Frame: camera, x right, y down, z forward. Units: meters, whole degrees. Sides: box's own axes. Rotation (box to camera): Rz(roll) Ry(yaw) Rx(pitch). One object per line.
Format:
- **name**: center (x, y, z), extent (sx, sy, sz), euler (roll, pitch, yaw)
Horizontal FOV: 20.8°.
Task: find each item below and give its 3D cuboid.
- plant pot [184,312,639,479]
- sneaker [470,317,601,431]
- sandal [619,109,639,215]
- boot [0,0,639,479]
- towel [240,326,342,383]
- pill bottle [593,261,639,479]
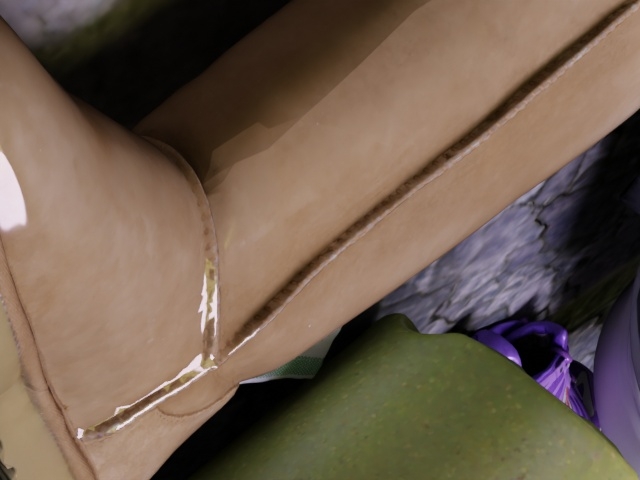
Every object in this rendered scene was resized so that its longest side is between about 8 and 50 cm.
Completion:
- **plant pot**: center (0.012, 0.179, 0.723), extent (0.254, 0.276, 0.276), euler (-46, 159, -16)
- **sneaker**: center (0.114, 0.074, 0.902), extent (0.071, 0.068, 0.170), euler (-60, 156, 11)
- **sandal**: center (0.164, -0.104, 0.680), extent (0.097, 0.054, 0.254), euler (-42, 159, -31)
- **boot**: center (-0.005, -0.052, 0.482), extent (0.269, 0.089, 0.236), euler (-37, 155, -20)
- **towel**: center (0.000, 0.000, 0.645), extent (0.113, 0.023, 0.152), euler (-7, 140, -53)
- **pill bottle**: center (0.259, 0.023, 0.770), extent (0.204, 0.204, 0.361), euler (-31, 170, -20)
